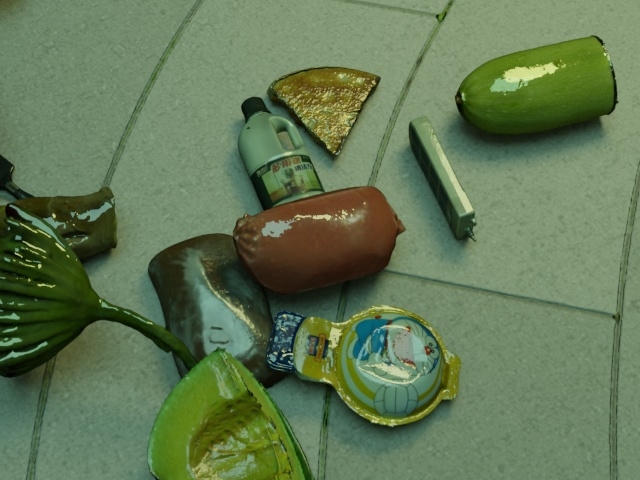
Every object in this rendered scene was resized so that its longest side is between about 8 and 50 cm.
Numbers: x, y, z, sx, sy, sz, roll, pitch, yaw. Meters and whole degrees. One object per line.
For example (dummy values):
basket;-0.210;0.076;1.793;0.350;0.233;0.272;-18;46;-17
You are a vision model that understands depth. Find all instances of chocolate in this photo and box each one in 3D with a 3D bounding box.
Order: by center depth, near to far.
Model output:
chocolate;-0.147;0.097;1.513;0.156;0.080;0.254;-17;64;-10

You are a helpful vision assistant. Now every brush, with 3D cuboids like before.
brush;-0.491;-0.091;1.646;0.193;0.016;0.063;36;68;17

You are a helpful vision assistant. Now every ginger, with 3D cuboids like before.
ginger;-0.421;-0.003;1.548;0.262;0.109;0.116;-20;50;-12

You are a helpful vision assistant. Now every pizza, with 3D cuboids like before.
pizza;0.022;-0.207;1.703;0.184;0.036;0.176;-15;65;-11

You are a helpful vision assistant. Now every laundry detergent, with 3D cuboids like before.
laundry detergent;-0.069;-0.127;1.641;0.099;0.070;0.226;-22;63;-3

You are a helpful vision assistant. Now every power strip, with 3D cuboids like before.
power strip;0.185;-0.090;1.617;0.029;0.080;0.227;-19;63;-8

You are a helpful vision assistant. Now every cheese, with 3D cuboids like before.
cheese;0.061;0.165;1.475;0.270;0.069;0.177;12;64;-2

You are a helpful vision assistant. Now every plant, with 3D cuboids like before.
plant;-0.309;0.078;1.431;0.333;0.251;0.180;3;33;-8

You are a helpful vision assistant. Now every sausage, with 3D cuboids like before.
sausage;0.000;0.000;1.524;0.254;0.148;0.148;-17;63;-19

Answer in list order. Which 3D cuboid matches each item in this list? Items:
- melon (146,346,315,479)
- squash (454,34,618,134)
melon;-0.117;0.296;1.393;0.169;0.129;0.265;-32;69;8
squash;0.327;-0.234;1.670;0.247;0.132;0.133;-12;63;-6
